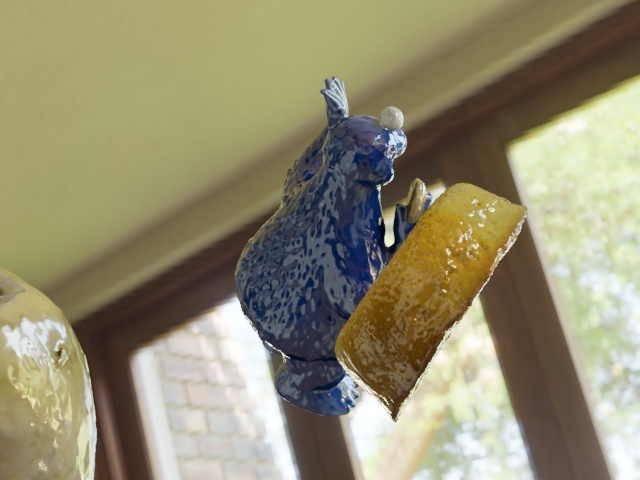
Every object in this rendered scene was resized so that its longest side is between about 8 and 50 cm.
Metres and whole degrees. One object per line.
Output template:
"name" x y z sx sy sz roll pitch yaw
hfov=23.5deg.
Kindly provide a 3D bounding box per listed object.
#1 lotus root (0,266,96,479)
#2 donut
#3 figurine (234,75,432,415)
"lotus root" -0.197 0.152 0.725 0.169 0.151 0.343 13 -63 5
"donut" 0.062 0.031 0.896 0.152 0.058 0.152 -55 -4 -6
"figurine" 0.002 0.009 1.167 0.120 0.164 0.262 -9 -57 -31
